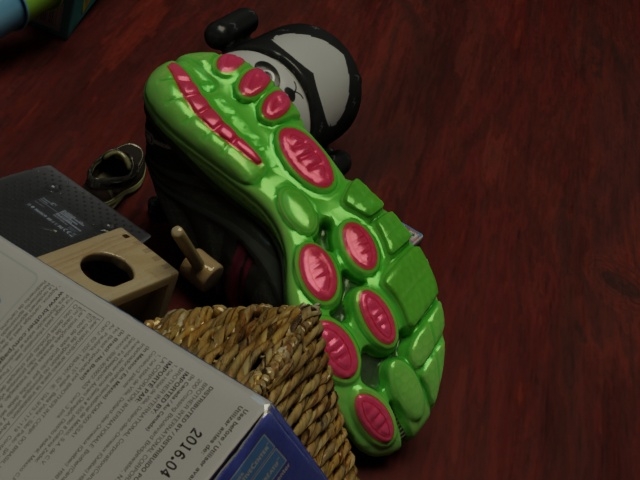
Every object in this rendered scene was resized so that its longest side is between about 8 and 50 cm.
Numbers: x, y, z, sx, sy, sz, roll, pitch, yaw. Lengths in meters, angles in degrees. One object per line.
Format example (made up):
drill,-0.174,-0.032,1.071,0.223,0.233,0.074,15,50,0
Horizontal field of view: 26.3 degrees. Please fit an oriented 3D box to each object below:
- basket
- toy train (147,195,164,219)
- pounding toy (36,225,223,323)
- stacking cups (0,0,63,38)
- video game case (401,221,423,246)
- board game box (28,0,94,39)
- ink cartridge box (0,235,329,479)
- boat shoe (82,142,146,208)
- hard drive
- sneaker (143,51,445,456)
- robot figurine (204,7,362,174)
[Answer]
basket,-0.113,0.214,1.189,0.213,0.223,0.299,-4,23,22
toy train,-0.132,-0.037,1.634,0.158,0.027,0.036,3,25,-28
pounding toy,-0.192,0.039,1.323,0.094,0.181,0.206,36,33,23
stacking cups,-0.412,-0.287,1.712,0.096,0.096,0.316,31,48,14
video game case,0.044,-0.003,1.700,0.119,0.015,0.166,31,32,14
board game box,-0.412,-0.454,1.986,0.253,0.079,0.336,22,43,0
ink cartridge box,-0.176,0.189,0.914,0.395,0.151,0.270,26,68,40
boat shoe,-0.238,-0.082,1.612,0.056,0.049,0.152,21,30,0
hard drive,-0.315,0.009,1.416,0.172,0.054,0.254,33,33,18
sneaker,-0.034,0.018,1.458,0.185,0.202,0.483,-20,67,-30
robot figurine,-0.051,-0.183,1.764,0.209,0.174,0.278,24,30,18
